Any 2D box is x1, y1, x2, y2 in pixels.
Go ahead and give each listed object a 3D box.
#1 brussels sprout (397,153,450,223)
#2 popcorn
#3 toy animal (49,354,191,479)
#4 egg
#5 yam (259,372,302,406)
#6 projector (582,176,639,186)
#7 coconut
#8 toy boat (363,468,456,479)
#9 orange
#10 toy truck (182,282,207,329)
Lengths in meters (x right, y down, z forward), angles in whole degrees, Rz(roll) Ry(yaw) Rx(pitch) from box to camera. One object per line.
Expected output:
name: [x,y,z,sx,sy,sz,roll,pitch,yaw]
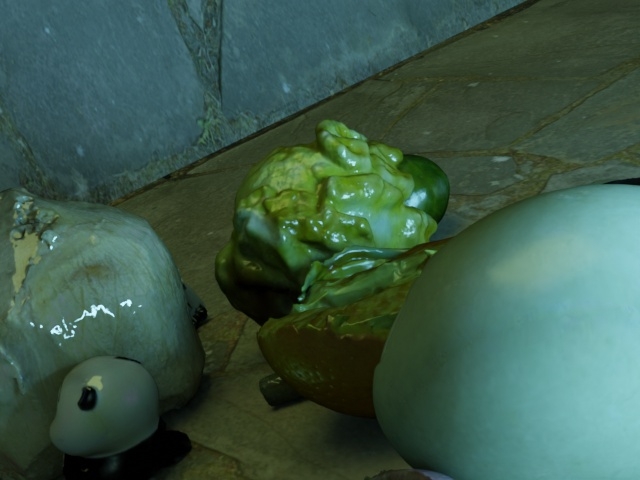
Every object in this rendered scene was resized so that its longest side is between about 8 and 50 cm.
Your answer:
brussels sprout: [0.122,-0.062,2.220,0.161,0.144,0.181,-58,30,3]
popcorn: [0.016,-0.010,1.980,0.312,0.312,0.312,-22,15,6]
toy animal: [-0.256,0.222,1.760,0.138,0.179,0.166,2,34,29]
egg: [0.206,0.100,1.253,0.336,0.278,0.278,-16,17,19]
yam: [-0.029,0.180,1.795,0.094,0.043,0.043,-19,16,21]
projector: [0.342,-0.007,1.802,0.257,0.079,0.259,-32,15,-24]
coconut: [-0.372,0.105,1.955,0.404,0.404,0.404,-22,15,6]
toy boat: [0.085,0.273,1.183,0.155,0.085,0.227,-64,17,-12]
orange: [0.080,0.092,1.645,0.262,0.196,0.334,-1,27,21]
toy truck: [-0.237,0.123,2.262,0.077,0.076,0.111,-35,9,31]
